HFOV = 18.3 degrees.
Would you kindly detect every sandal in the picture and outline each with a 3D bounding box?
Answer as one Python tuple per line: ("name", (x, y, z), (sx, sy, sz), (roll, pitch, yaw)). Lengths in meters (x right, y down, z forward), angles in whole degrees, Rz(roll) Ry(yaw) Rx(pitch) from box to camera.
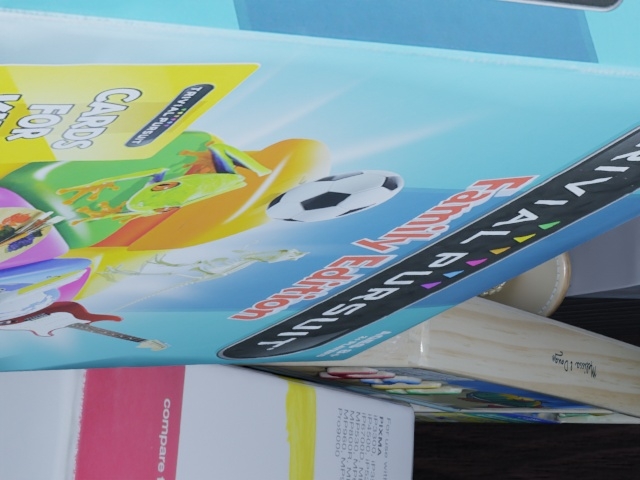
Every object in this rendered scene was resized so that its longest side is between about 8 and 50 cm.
("sandal", (0.078, 0.032, 1.517), (0.079, 0.088, 0.240), (-3, -178, -39))

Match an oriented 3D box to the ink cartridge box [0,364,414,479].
("ink cartridge box", (-0.147, 0.148, 1.146), (0.279, 0.160, 0.384), (-1, 170, 28))

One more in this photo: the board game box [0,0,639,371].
("board game box", (-0.054, -0.033, 0.548), (0.336, 0.079, 0.254), (1, 160, -38))

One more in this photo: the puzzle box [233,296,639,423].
("puzzle box", (0.041, 0.082, 1.342), (0.272, 0.052, 0.409), (-2, 170, 31))

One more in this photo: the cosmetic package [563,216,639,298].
("cosmetic package", (0.256, 0.005, 1.400), (0.099, 0.060, 0.239), (4, 173, -21))
